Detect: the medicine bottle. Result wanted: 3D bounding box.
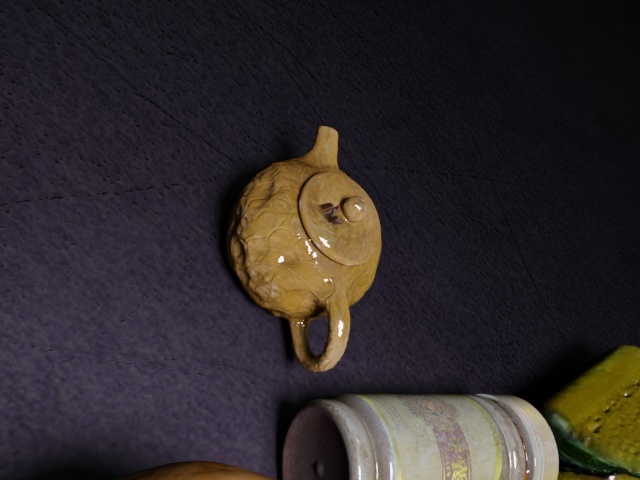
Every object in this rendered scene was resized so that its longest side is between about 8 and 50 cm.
[{"bbox_3d":[0.123,0.259,0.671,0.322,0.151,0.151,11,63,-34],"label":"medicine bottle"}]

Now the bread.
[{"bbox_3d":[0.471,0.315,0.864,0.376,0.251,0.209,-11,117,-44],"label":"bread"}]

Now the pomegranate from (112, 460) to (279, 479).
[{"bbox_3d":[-0.097,0.354,0.325,0.411,0.411,0.412,17,59,-31],"label":"pomegranate"}]

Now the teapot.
[{"bbox_3d":[0.000,0.000,0.692,0.203,0.167,0.312,15,61,-33],"label":"teapot"}]
